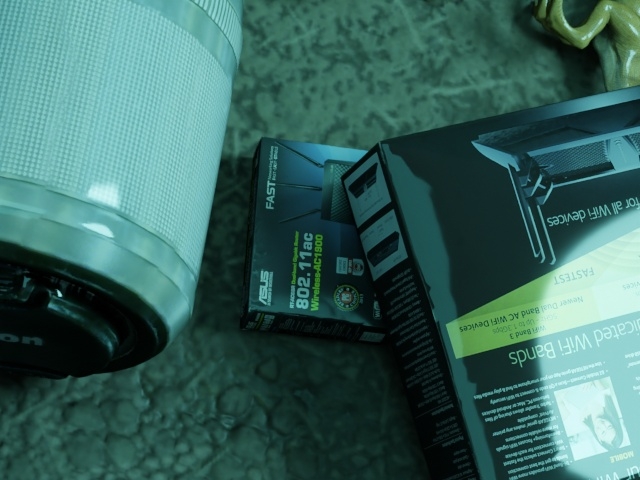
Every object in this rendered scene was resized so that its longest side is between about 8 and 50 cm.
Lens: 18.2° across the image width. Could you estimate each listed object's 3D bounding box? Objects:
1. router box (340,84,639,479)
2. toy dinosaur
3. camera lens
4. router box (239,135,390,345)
[{"bbox_3d":[0.194,0.032,1.238,0.308,0.081,0.243,-12,79,-20],"label":"router box"},{"bbox_3d":[0.201,-0.134,1.339,0.112,0.064,0.212,14,67,-7],"label":"toy dinosaur"},{"bbox_3d":[-0.164,-0.071,1.153,0.219,0.219,0.274,12,67,-7],"label":"camera lens"},{"bbox_3d":[0.000,0.000,1.258,0.092,0.038,0.122,7,68,-9],"label":"router box"}]
